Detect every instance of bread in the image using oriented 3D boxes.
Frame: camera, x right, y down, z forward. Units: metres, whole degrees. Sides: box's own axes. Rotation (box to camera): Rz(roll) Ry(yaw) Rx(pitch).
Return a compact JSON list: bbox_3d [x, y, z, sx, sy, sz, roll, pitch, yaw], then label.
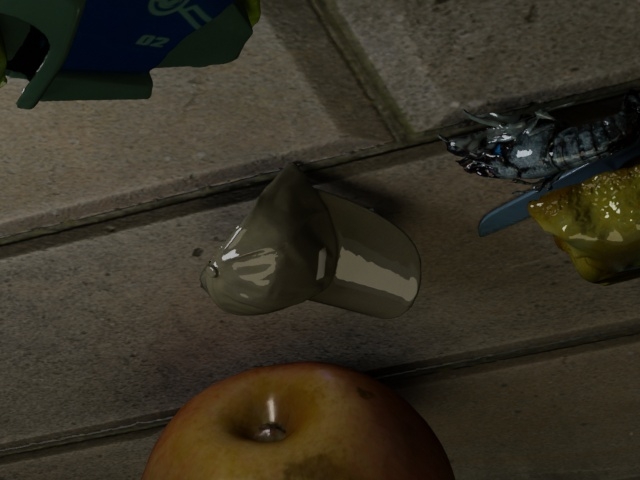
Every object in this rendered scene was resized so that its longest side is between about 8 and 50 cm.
[{"bbox_3d":[0.288,-0.014,1.388,0.161,0.088,0.233,-11,170,20],"label":"bread"}]

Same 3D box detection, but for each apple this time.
[{"bbox_3d":[-0.031,0.303,1.689,0.364,0.364,0.364,-1,149,-1],"label":"apple"}]

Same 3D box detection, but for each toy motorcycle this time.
[{"bbox_3d":[-0.159,-0.201,1.026,0.326,0.191,0.200,1,149,-35],"label":"toy motorcycle"}]

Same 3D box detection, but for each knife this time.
[{"bbox_3d":[0.255,-0.066,1.408,0.044,0.019,0.313,22,144,-38],"label":"knife"}]

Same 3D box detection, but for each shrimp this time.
[{"bbox_3d":[0.189,-0.086,1.316,0.174,0.076,0.082,-12,125,17],"label":"shrimp"}]

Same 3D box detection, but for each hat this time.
[{"bbox_3d":[-0.007,0.039,1.419,0.173,0.144,0.166,34,132,5],"label":"hat"}]

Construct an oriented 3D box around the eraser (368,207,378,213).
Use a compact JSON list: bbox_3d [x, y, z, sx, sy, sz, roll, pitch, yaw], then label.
[{"bbox_3d":[0.000,0.000,1.486,0.122,0.029,0.052,-10,148,13],"label":"eraser"}]
